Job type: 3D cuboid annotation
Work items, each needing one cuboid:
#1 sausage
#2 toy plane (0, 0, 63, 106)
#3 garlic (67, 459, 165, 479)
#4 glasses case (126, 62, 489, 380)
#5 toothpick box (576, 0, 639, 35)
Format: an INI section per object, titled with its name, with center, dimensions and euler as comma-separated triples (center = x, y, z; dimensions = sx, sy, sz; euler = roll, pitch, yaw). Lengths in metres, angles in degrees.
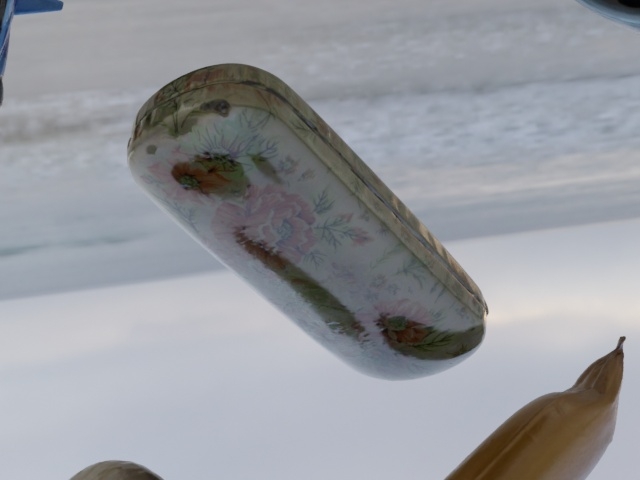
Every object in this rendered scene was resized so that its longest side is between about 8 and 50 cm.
[sausage]
center = 0.202, 0.226, 1.249
dimensions = 0.328, 0.112, 0.112
euler = -44, -175, -8
[toy plane]
center = -0.274, -0.160, 1.024
dimensions = 0.078, 0.246, 0.169
euler = 23, 138, -8
[garlic]
center = -0.170, 0.296, 0.954
dimensions = 0.218, 0.219, 0.212
euler = -8, -164, 43
[glasses case]
center = 0.000, 0.000, 1.142
dimensions = 0.156, 0.098, 0.425
euler = -22, 134, 28
[toothpick box]
center = 0.145, -0.116, 0.407
dimensions = 0.120, 0.120, 0.184
euler = -8, -178, 38
